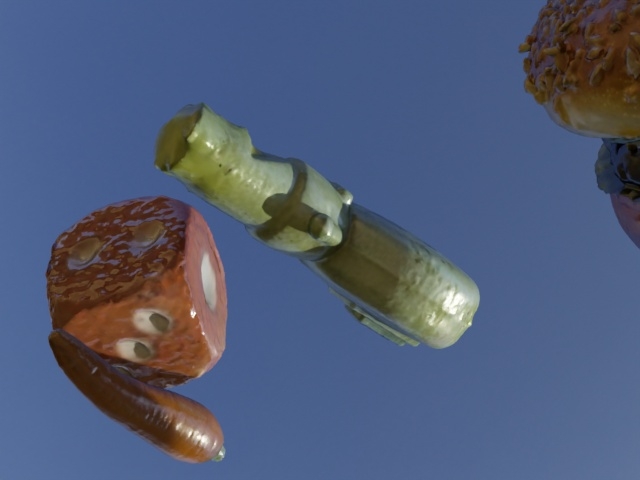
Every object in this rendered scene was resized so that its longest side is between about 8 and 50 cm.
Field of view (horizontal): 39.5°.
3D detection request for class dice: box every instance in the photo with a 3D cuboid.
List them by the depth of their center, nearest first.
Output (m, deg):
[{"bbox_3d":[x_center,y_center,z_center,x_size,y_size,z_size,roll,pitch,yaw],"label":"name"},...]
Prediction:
[{"bbox_3d":[-0.214,0.062,1.055,0.179,0.175,0.174,-9,-47,8],"label":"dice"}]

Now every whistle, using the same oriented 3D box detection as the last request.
[{"bbox_3d":[0.000,0.000,0.444,0.057,0.198,0.104,-59,-143,2],"label":"whistle"}]

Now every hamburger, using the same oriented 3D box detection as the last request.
[{"bbox_3d":[0.295,-0.129,0.627,0.291,0.291,0.225,-23,-65,29],"label":"hamburger"}]

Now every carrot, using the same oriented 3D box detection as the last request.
[{"bbox_3d":[-0.097,0.091,0.491,0.035,0.035,0.142,-18,-42,29],"label":"carrot"}]
